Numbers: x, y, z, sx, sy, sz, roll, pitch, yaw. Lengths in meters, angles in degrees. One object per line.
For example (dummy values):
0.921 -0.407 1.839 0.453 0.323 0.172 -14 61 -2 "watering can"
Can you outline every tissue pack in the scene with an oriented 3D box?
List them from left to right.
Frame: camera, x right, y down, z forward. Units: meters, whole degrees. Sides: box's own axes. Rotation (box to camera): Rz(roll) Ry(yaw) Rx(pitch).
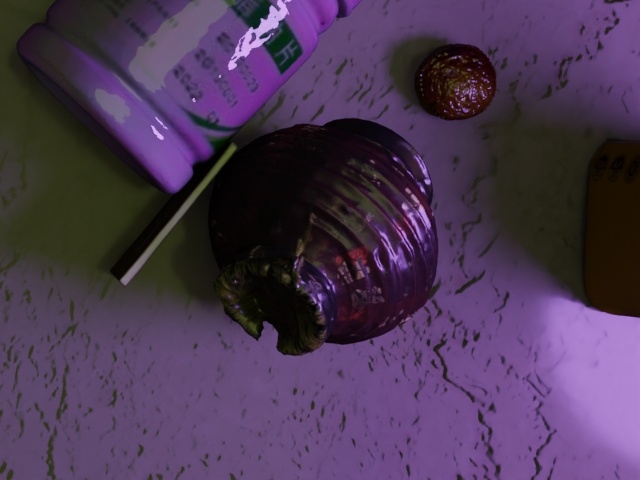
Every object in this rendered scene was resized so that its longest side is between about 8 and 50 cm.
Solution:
0.382 -0.006 1.654 0.134 0.271 0.192 4 91 -18 "tissue pack"

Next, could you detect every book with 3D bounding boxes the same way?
-0.145 -0.028 1.603 0.012 0.118 0.172 40 86 -10 "book"

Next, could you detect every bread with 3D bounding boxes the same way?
0.141 -0.165 1.697 0.085 0.053 0.085 -1 93 -13 "bread"

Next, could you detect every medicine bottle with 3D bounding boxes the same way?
-0.106 -0.225 1.557 0.325 0.212 0.212 -45 101 -7 "medicine bottle"

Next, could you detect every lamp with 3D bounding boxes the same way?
0.000 0.000 1.583 0.247 0.247 0.247 -1 93 -13 "lamp"
